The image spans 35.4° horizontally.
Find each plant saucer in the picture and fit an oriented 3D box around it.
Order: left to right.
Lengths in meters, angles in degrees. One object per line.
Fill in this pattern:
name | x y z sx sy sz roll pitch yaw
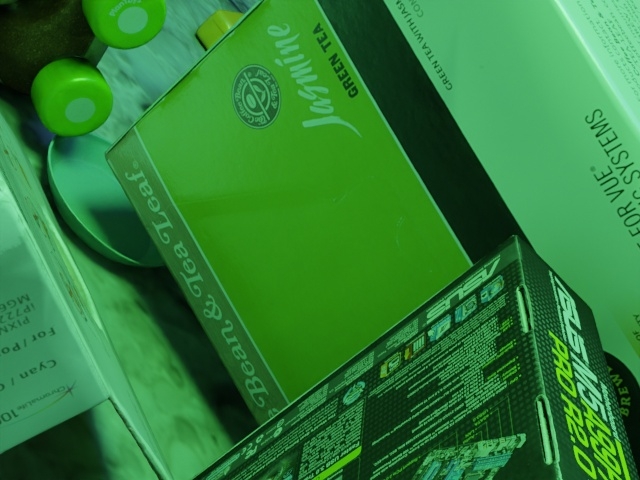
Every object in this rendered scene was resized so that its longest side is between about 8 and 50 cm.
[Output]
plant saucer | -0.150 -0.025 0.708 0.119 0.021 0.119 41 24 -24

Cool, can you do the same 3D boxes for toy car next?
toy car | -0.223 -0.176 0.653 0.188 0.149 0.155 12 34 -44

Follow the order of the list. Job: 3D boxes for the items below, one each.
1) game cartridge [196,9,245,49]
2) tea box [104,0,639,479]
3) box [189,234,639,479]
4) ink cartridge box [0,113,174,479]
game cartridge | 0.023 -0.123 1.162 0.323 0.053 0.285 55 22 5
tea box | 0.096 -0.014 0.631 0.220 0.323 0.329 -24 83 -53
box | 0.007 0.141 0.432 0.060 0.270 0.216 44 23 -16
ink cartridge box | -0.176 -0.024 0.490 0.296 0.066 0.261 56 -15 36
